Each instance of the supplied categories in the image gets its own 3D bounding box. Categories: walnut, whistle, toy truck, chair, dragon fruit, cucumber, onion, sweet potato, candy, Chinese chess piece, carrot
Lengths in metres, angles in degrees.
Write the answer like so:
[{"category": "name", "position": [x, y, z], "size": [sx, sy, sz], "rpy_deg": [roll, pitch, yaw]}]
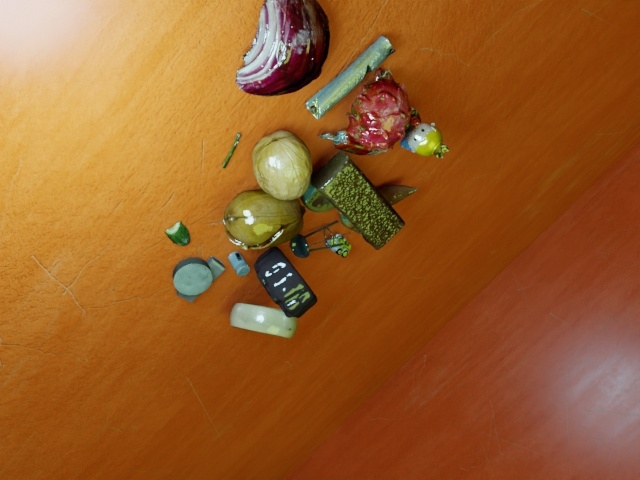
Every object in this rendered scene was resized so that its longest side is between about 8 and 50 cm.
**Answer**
[{"category": "walnut", "position": [-0.118, -0.229, 1.746], "size": [0.196, 0.195, 0.221], "rpy_deg": [-23, 141, -20]}, {"category": "whistle", "position": [0.092, -0.506, 1.739], "size": [0.326, 0.057, 0.068], "rpy_deg": [-40, 100, 4]}, {"category": "toy truck", "position": [0.076, 0.017, 2.300], "size": [0.111, 0.076, 0.076], "rpy_deg": [31, 90, -50]}, {"category": "chair", "position": [-0.001, 0.000, 2.175], "size": [0.222, 0.095, 0.104], "rpy_deg": [-18, 98, -18]}, {"category": "dragon fruit", "position": [0.200, -0.420, 1.809], "size": [0.205, 0.210, 0.267], "rpy_deg": [7, 95, -39]}, {"category": "walnut", "position": [-0.170, -0.076, 1.877], "size": [0.337, 0.209, 0.208], "rpy_deg": [-14, 139, -42]}, {"category": "cucumber", "position": [-0.458, -0.010, 1.838], "size": [0.067, 0.035, 0.107], "rpy_deg": [-36, 146, -5]}, {"category": "onion", "position": [-0.059, -0.515, 1.529], "size": [0.280, 0.146, 0.314], "rpy_deg": [-8, 131, -41]}, {"category": "sweet potato", "position": [0.213, -0.155, 2.203], "size": [0.355, 0.095, 0.106], "rpy_deg": [-16, -176, -24]}, {"category": "candy", "position": [0.120, -0.337, 1.930], "size": [0.292, 0.059, 0.086], "rpy_deg": [6, 168, -40]}, {"category": "Chinese chess piece", "position": [-0.224, 0.317, 2.220], "size": [0.273, 0.274, 0.102], "rpy_deg": [25, 73, -51]}, {"category": "carrot", "position": [0.171, -0.056, 2.301], "size": [0.078, 0.078, 0.298], "rpy_deg": [-45, 148, 11]}]

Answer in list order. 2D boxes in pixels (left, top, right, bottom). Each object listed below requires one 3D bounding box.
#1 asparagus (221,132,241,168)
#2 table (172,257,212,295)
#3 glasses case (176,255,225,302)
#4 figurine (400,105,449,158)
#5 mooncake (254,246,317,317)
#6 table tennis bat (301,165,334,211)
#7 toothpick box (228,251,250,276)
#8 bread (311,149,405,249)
[{"category": "asparagus", "position": [-0.272, -0.275, 1.717], "size": [0.018, 0.015, 0.127], "rpy_deg": [3, 128, -44]}, {"category": "table", "position": [-0.448, 0.126, 1.957], "size": [0.134, 0.043, 0.133], "rpy_deg": [-10, 123, -15]}, {"category": "glasses case", "position": [-0.432, 0.140, 2.022], "size": [0.191, 0.042, 0.072], "rpy_deg": [-44, 133, 9]}, {"category": "figurine", "position": [0.335, -0.386, 1.927], "size": [0.127, 0.234, 0.185], "rpy_deg": [-31, 144, -3]}, {"category": "mooncake", "position": [-0.136, 0.161, 2.096], "size": [0.141, 0.283, 0.283], "rpy_deg": [-36, 144, -3]}, {"category": "table tennis bat", "position": [0.003, -0.197, 2.023], "size": [0.329, 0.044, 0.215], "rpy_deg": [11, 124, -49]}, {"category": "toothpick box", "position": [-0.297, 0.085, 2.038], "size": [0.052, 0.083, 0.052], "rpy_deg": [-23, 142, -20]}, {"category": "bread", "position": [0.141, -0.138, 2.026], "size": [0.165, 0.113, 0.416], "rpy_deg": [-45, 131, 2]}]
